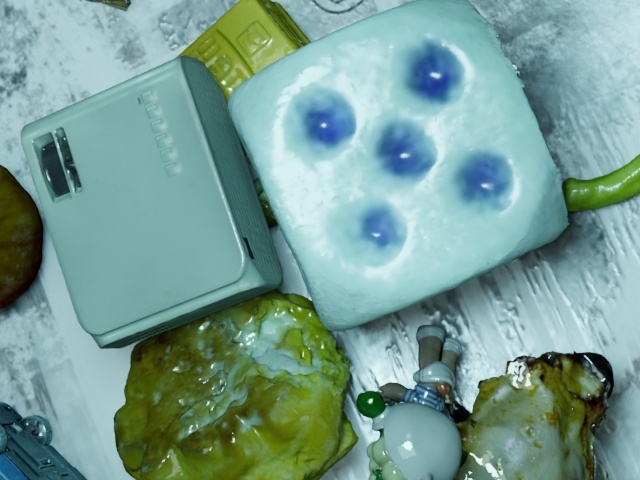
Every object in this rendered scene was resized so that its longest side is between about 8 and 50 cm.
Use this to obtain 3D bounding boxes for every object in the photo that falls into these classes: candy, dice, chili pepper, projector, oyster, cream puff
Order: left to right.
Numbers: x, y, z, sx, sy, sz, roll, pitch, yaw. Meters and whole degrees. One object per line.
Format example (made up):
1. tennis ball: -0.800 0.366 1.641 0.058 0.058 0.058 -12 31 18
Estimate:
1. projector: -0.173 -0.036 1.563 0.198 0.108 0.250 -22 81 17
2. cream puff: -0.077 0.182 1.584 0.282 0.185 0.282 -22 39 19
3. candy: 0.000 0.000 1.672 0.202 0.061 0.061 37 96 8
4. dice: 0.073 -0.075 1.508 0.262 0.268 0.264 -24 90 0
5. oyster: 0.236 0.291 1.526 0.221 0.096 0.361 -27 65 56
6. chili pepper: 0.334 -0.078 1.580 0.208 0.043 0.049 -28 53 8

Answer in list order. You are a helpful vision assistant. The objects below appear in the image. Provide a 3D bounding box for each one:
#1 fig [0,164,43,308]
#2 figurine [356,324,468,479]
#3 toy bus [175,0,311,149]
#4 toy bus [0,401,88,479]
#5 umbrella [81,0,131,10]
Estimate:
1. fig: -0.450 0.000 1.691 0.191 0.290 0.190 6 99 40
2. figurine: 0.098 0.183 1.552 0.093 0.147 0.197 -33 34 37
3. toy bus: -0.152 -0.123 1.681 0.335 0.123 0.121 -40 76 10
4. toy bus: -0.328 0.296 1.706 0.246 0.113 0.134 42 102 17
5. umbrella: -0.250 -0.286 1.779 0.083 0.020 0.031 3 126 17
